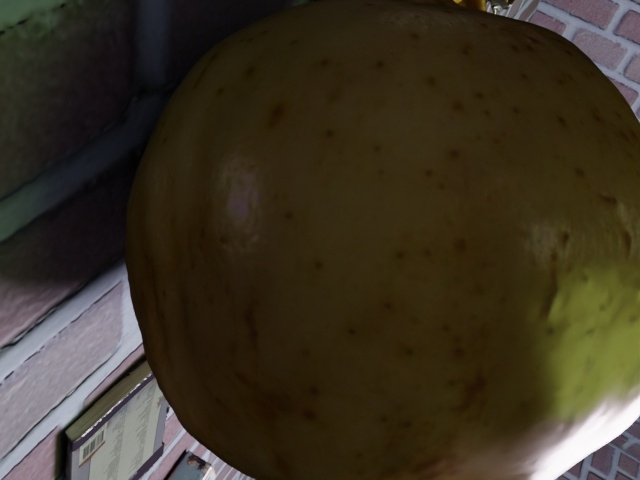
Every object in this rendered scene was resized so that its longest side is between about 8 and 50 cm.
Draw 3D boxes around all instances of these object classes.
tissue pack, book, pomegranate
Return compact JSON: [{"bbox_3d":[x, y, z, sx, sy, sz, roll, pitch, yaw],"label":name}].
[{"bbox_3d":[-0.213,0.389,1.039,0.094,0.059,0.074,-54,165,-31],"label":"tissue pack"},{"bbox_3d":[-0.216,0.220,0.711,0.157,0.026,0.231,-43,159,-48],"label":"book"},{"bbox_3d":[0.052,-0.021,0.476,0.410,0.410,0.410,-56,168,-19],"label":"pomegranate"}]

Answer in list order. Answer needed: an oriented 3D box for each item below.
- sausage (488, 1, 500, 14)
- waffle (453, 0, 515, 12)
[{"bbox_3d":[0.309,-0.474,0.991,0.125,0.117,0.317,-54,166,-35],"label":"sausage"},{"bbox_3d":[0.105,-0.181,0.644,0.261,0.056,0.250,19,101,-36],"label":"waffle"}]
